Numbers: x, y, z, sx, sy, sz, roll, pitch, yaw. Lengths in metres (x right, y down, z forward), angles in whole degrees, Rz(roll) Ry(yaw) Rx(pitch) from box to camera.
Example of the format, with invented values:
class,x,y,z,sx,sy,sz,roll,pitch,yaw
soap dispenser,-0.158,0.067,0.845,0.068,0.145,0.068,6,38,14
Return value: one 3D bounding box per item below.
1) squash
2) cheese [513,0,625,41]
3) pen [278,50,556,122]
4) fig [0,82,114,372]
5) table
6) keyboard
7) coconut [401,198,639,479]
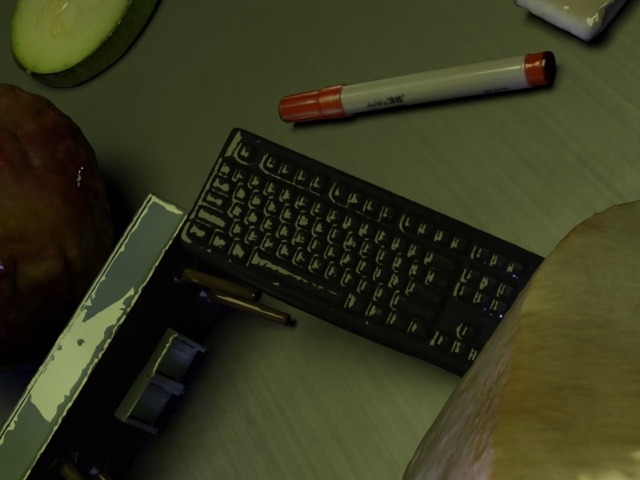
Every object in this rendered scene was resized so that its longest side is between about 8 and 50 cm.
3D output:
class,x,y,z,sx,sy,sz,roll,pitch,yaw
squash,-0.262,-0.269,1.093,0.219,0.041,0.219,-16,60,30
cheese,0.297,-0.317,0.735,0.085,0.034,0.400,37,88,37
pen,0.069,-0.120,0.780,0.239,0.028,0.028,-5,62,32
fig,-0.357,0.018,0.904,0.369,0.286,0.286,-42,40,50
table,-0.124,0.106,0.728,0.111,0.121,0.240,27,81,24
keyboard,-0.003,-0.004,0.652,0.381,0.041,0.103,22,77,16
coconut,0.168,0.130,0.369,0.329,0.329,0.328,-17,56,27
